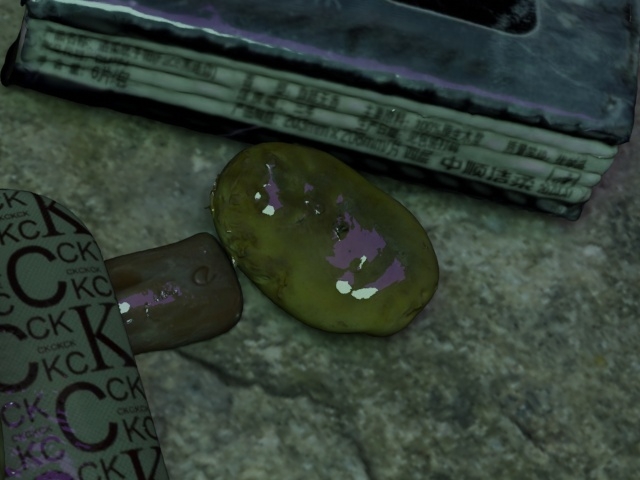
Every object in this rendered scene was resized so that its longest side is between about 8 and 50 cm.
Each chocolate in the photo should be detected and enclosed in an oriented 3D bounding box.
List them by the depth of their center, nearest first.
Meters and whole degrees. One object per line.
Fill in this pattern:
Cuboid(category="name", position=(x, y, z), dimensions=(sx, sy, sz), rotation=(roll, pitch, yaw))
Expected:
Cuboid(category="chocolate", position=(-0.091, 0.027, 1.045), dimensions=(0.101, 0.031, 0.064), rotation=(-13, 63, -22))

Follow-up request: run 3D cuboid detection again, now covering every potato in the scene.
Cuboid(category="potato", position=(0.000, 0.000, 1.064), dimensions=(0.138, 0.070, 0.091), rotation=(38, 65, -4))

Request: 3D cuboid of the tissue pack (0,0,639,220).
Cuboid(category="tissue pack", position=(0.010, -0.171, 1.132), dimensions=(0.361, 0.122, 0.259), rotation=(14, 56, -8))

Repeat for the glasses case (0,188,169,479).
Cuboid(category="glasses case", position=(-0.143, 0.136, 0.936), dimensions=(0.137, 0.085, 0.354), rotation=(-10, 67, -20))

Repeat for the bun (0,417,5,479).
Cuboid(category="bun", position=(-0.319, 0.088, 0.807), dimensions=(0.364, 0.202, 0.364), rotation=(11, 54, -15))
